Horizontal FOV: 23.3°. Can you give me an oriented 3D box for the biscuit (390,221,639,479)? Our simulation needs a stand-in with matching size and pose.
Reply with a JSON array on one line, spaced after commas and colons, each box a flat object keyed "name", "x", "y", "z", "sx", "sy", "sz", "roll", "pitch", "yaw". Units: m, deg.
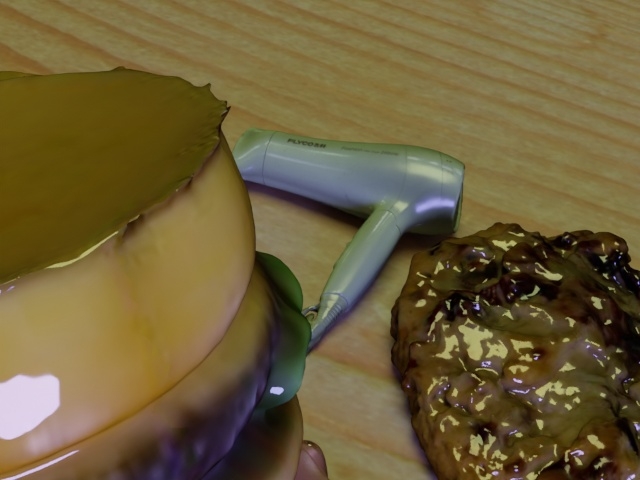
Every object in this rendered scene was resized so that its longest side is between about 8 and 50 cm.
[{"name": "biscuit", "x": 0.201, "y": 0.097, "z": 1.182, "sx": 0.289, "sy": 0.081, "sz": 0.334, "roll": -7, "pitch": 43, "yaw": -19}]

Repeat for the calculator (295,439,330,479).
[{"name": "calculator", "x": -0.059, "y": 0.247, "z": 0.961, "sx": 0.220, "sy": 0.048, "sz": 0.329, "roll": 36, "pitch": 48, "yaw": 27}]

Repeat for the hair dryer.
[{"name": "hair dryer", "x": 0.000, "y": 0.000, "z": 1.281, "sx": 0.206, "sy": 0.075, "sz": 0.237, "roll": 11, "pitch": 46, "yaw": 12}]

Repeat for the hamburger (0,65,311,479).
[{"name": "hamburger", "x": -0.190, "y": 0.086, "z": 0.905, "sx": 0.395, "sy": 0.277, "sz": 0.396, "roll": -10, "pitch": 27, "yaw": 5}]
